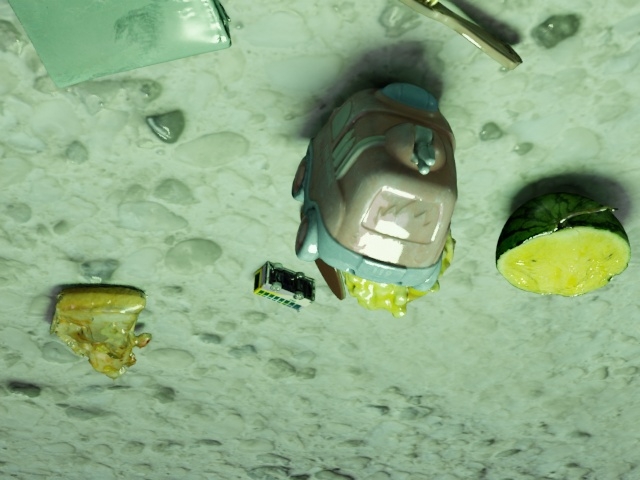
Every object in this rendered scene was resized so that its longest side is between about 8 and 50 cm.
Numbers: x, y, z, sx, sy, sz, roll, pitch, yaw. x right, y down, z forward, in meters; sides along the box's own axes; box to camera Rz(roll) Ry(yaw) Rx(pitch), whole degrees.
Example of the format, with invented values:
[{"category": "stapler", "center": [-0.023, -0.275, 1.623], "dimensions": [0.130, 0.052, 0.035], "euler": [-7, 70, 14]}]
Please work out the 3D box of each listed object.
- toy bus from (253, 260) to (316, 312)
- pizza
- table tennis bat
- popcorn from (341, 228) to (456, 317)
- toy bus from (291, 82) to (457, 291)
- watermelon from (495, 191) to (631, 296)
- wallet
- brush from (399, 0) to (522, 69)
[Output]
[{"category": "toy bus", "center": [-0.063, 0.083, 1.984], "dimensions": [0.102, 0.052, 0.058], "euler": [24, 141, -28]}, {"category": "pizza", "center": [-0.411, 0.179, 2.120], "dimensions": [0.189, 0.071, 0.297], "euler": [7, 146, -9]}, {"category": "table tennis bat", "center": [0.000, 0.000, 1.795], "dimensions": [0.022, 0.138, 0.246], "euler": [-27, 144, -9]}, {"category": "popcorn", "center": [0.119, 0.023, 1.762], "dimensions": [0.186, 0.187, 0.167], "euler": [-11, 156, 43]}, {"category": "toy bus", "center": [0.090, -0.088, 1.547], "dimensions": [0.197, 0.294, 0.231], "euler": [16, 126, -13]}, {"category": "watermelon", "center": [0.371, -0.007, 1.769], "dimensions": [0.204, 0.127, 0.232], "euler": [-11, 146, 18]}, {"category": "wallet", "center": [-0.264, -0.319, 1.393], "dimensions": [0.251, 0.054, 0.290], "euler": [-10, 140, 9]}, {"category": "brush", "center": [0.155, -0.298, 1.405], "dimensions": [0.313, 0.072, 0.067], "euler": [25, 126, -33]}]
